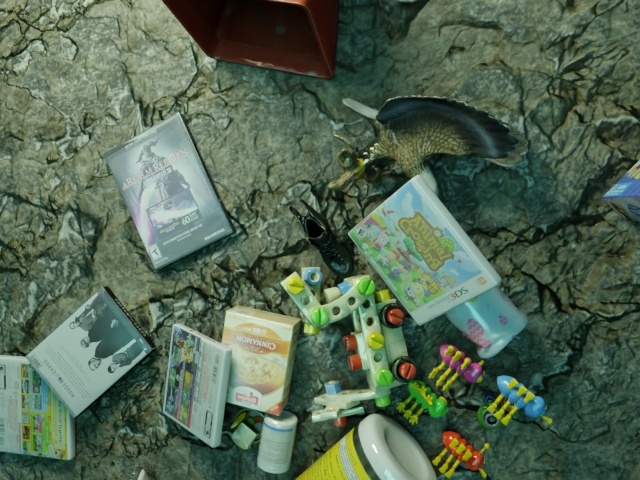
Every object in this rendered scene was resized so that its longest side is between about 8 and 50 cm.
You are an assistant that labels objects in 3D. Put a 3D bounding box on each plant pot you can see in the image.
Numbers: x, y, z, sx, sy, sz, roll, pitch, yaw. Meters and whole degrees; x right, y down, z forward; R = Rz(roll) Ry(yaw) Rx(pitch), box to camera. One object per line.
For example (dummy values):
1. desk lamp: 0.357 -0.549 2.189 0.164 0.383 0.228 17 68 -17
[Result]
1. plant pot: -0.096 -0.469 0.966 0.267 0.267 0.236 13 86 11

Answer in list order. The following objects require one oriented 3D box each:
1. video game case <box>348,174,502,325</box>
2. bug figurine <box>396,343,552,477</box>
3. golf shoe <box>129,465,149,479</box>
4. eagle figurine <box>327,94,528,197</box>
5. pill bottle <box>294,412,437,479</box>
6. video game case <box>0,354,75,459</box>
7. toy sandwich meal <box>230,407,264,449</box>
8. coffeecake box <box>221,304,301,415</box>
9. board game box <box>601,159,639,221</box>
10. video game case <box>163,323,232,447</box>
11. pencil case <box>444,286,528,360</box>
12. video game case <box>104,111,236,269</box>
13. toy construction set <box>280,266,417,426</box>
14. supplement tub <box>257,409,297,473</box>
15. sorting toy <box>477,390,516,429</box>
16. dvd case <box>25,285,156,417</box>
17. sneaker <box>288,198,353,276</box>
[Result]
1. video game case: 0.165 0.025 0.919 0.212 0.023 0.193 53 138 4
2. bug figurine: 0.269 0.300 0.995 0.216 0.072 0.279 42 129 18
3. golf shoe: -0.367 0.584 1.195 0.094 0.077 0.198 -4 100 2
4. eagle figurine: 0.184 -0.169 0.944 0.298 0.226 0.225 -22 131 28
5. pill bottle: 0.042 0.498 1.030 0.334 0.188 0.188 -45 84 13
6. video game case: -0.662 0.383 1.265 0.206 0.026 0.227 1 94 13
7. toy sandwich meal: -0.152 0.393 1.148 0.085 0.029 0.086 1 94 13
8. coffeecake box: -0.127 0.240 1.111 0.142 0.068 0.185 10 97 11
9. board game box: 0.591 -0.159 0.794 0.066 0.318 0.318 44 101 7
10. video game case: -0.256 0.292 1.125 0.183 0.023 0.201 14 99 41
11. pencil case: 0.245 0.082 0.992 0.113 0.124 0.273 -41 85 -7
12. video game case: -0.319 -0.101 1.152 0.196 0.026 0.274 -25 89 13
13. toy construction set: 0.053 0.198 1.022 0.215 0.151 0.328 -12 104 -16
14. supplement tub: -0.087 0.406 1.113 0.071 0.071 0.107 11 96 12
15. sorting toy: 0.334 0.315 1.026 0.061 0.042 0.102 41 102 7
16. dvd case: -0.504 0.244 1.202 0.238 0.029 0.179 -41 85 5
17. sneaker: 0.002 -0.001 1.053 0.051 0.089 0.170 -30 87 13
